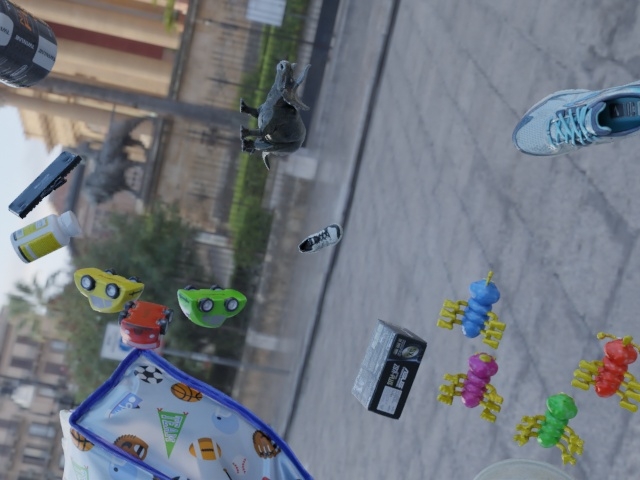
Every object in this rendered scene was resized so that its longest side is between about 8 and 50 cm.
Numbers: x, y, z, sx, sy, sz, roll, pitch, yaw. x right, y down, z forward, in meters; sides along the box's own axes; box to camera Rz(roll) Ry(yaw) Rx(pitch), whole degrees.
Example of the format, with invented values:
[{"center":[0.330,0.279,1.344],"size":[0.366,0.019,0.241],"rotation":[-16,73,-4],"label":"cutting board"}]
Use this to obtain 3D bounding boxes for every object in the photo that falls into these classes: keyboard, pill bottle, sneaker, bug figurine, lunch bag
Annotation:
[{"center":[-0.581,-0.117,1.988],"size":[0.180,0.023,0.108],"rotation":[-50,37,-15],"label":"keyboard"},{"center":[-0.498,-0.009,1.700],"size":[0.065,0.116,0.065],"rotation":[-25,-90,-89],"label":"pill bottle"},{"center":[0.447,-0.206,1.554],"size":[0.122,0.283,0.110],"rotation":[-26,-80,-60],"label":"sneaker"},{"center":[0.000,0.000,1.509],"size":[0.083,0.037,0.032],"rotation":[-35,75,33],"label":"sneaker"},{"center":[0.284,0.172,1.259],"size":[0.072,0.279,0.216],"rotation":[-44,-24,-61],"label":"bug figurine"},{"center":[-0.202,0.412,1.444],"size":[0.239,0.385,0.328],"rotation":[-52,-13,-49],"label":"lunch bag"},{"center":[-0.541,-0.339,1.516],"size":[0.246,0.130,0.130],"rotation":[23,-102,-77],"label":"pill bottle"}]

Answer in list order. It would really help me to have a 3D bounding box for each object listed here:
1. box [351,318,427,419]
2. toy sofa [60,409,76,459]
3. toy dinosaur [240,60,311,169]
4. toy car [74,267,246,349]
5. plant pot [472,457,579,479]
[{"center":[0.148,0.279,2.034],"size":[0.147,0.077,0.180],"rotation":[-155,85,-76],"label":"box"},{"center":[-0.423,0.422,1.957],"size":[0.362,0.150,0.177],"rotation":[-26,71,57],"label":"toy sofa"},{"center":[-0.095,-0.240,2.060],"size":[0.313,0.160,0.121],"rotation":[89,178,-48],"label":"toy dinosaur"},{"center":[-0.208,0.097,1.300],"size":[0.239,0.225,0.053],"rotation":[29,112,53],"label":"toy car"},{"center":[0.406,0.678,1.961],"size":[0.305,0.334,0.334],"rotation":[-28,-43,-56],"label":"plant pot"}]
